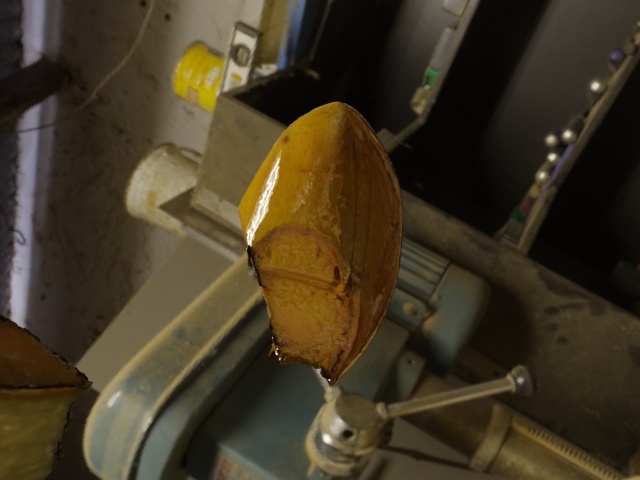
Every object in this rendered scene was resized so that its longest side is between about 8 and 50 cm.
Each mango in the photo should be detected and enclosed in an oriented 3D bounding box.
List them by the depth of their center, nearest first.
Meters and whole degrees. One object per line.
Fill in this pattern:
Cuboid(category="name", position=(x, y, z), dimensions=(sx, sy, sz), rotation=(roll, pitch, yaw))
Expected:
Cuboid(category="mango", position=(0.000, 0.000, 0.606), dimensions=(0.126, 0.154, 0.252), rotation=(-126, 37, -60))

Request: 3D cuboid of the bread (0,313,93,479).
Cuboid(category="bread", position=(-0.378, 0.175, 0.530), dimensions=(0.248, 0.279, 0.315), rotation=(-56, 5, 39))
